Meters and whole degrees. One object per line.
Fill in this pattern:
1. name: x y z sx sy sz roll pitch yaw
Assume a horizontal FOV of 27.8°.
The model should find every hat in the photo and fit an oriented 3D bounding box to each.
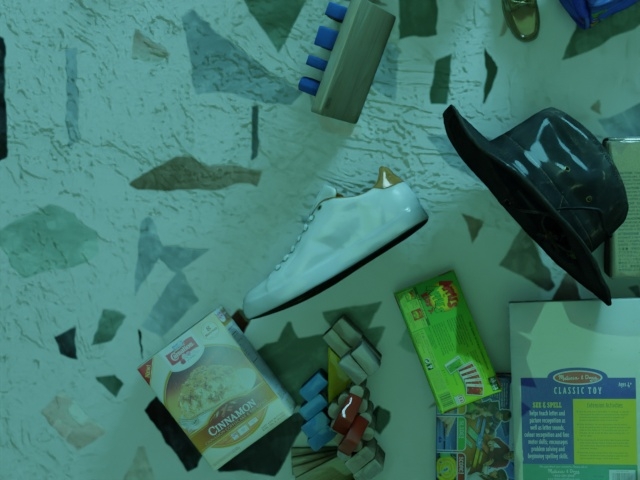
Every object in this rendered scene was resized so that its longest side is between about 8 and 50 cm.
1. hat: 0.308 -0.078 1.675 0.134 0.331 0.331 -41 91 2

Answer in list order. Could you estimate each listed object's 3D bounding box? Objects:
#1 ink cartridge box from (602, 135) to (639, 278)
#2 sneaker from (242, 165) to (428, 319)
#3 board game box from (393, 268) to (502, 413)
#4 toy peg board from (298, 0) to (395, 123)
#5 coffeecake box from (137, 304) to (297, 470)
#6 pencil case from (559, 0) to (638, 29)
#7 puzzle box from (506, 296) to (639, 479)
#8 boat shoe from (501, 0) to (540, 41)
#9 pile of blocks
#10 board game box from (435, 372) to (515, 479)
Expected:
1. ink cartridge box: 0.505 -0.047 1.759 0.235 0.088 0.193 -1 95 6
2. sneaker: 0.000 0.000 1.813 0.290 0.106 0.123 -33 83 0
3. board game box: 0.177 0.142 1.809 0.092 0.043 0.181 -21 81 1
4. toy peg board: 0.019 -0.252 1.754 0.079 0.160 0.161 22 98 18
5. coffeecake box: -0.148 0.210 1.857 0.142 0.068 0.185 -37 91 9
6. pencil case: 0.453 -0.394 1.707 0.306 0.133 0.119 -26 126 8
7. puzzle box: 0.458 0.208 1.726 0.409 0.052 0.272 -1 92 10
8. boat shoe: 0.271 -0.339 1.771 0.050 0.045 0.135 -15 95 7
9. pile of blocks: 0.023 0.292 1.828 0.149 0.112 0.362 -5 95 6
10. board game box: 0.232 0.289 1.847 0.136 0.035 0.201 1 96 5
